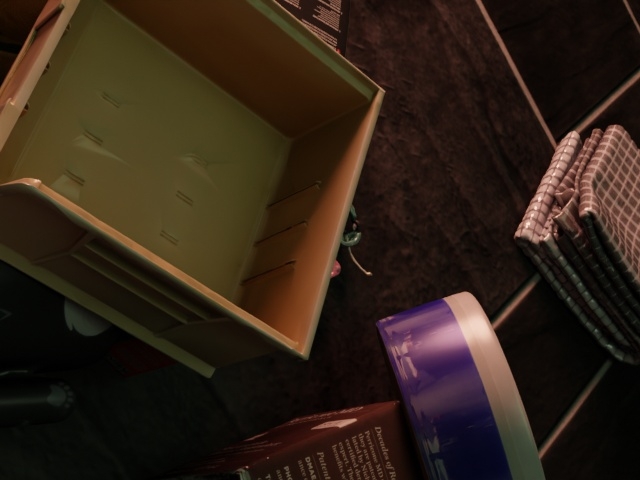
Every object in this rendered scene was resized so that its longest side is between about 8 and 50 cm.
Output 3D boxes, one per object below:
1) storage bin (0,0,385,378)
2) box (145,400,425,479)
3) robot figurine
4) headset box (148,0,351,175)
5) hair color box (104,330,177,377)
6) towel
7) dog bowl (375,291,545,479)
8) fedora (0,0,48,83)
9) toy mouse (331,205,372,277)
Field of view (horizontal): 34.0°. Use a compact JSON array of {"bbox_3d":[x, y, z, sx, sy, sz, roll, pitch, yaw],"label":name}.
[{"bbox_3d":[-0.109,-0.071,0.807,0.260,0.123,0.262,35,55,-28],"label":"storage bin"},{"bbox_3d":[-0.023,0.264,0.972,0.203,0.168,0.167,-15,86,-43],"label":"box"},{"bbox_3d":[-0.265,0.026,0.841,0.278,0.209,0.174,-1,116,-41],"label":"robot figurine"},{"bbox_3d":[-0.093,-0.150,1.009,0.218,0.110,0.293,21,64,-36],"label":"headset box"},{"bbox_3d":[-0.138,0.076,0.950,0.043,0.141,0.072,46,52,-21],"label":"hair color box"},{"bbox_3d":[0.425,-0.001,1.470,0.284,0.121,0.235,49,50,-18],"label":"towel"},{"bbox_3d":[0.143,0.192,1.076,0.104,0.265,0.265,-17,87,-1],"label":"dog bowl"},{"bbox_3d":[-0.270,-0.235,0.953,0.194,0.194,0.079,45,13,-21],"label":"fedora"},{"bbox_3d":[0.000,0.000,1.165,0.143,0.031,0.161,38,55,-25],"label":"toy mouse"}]
